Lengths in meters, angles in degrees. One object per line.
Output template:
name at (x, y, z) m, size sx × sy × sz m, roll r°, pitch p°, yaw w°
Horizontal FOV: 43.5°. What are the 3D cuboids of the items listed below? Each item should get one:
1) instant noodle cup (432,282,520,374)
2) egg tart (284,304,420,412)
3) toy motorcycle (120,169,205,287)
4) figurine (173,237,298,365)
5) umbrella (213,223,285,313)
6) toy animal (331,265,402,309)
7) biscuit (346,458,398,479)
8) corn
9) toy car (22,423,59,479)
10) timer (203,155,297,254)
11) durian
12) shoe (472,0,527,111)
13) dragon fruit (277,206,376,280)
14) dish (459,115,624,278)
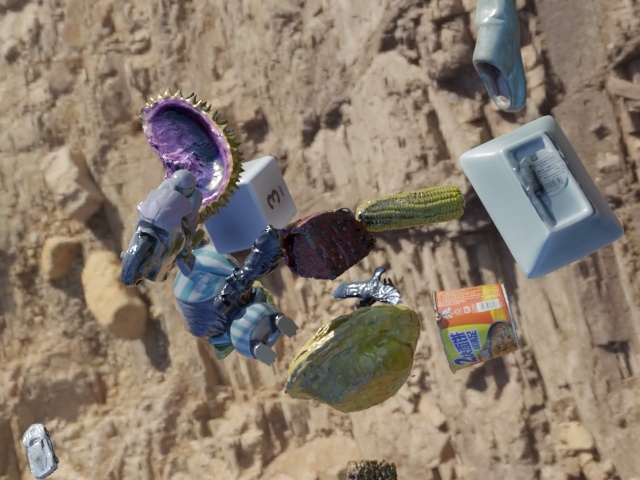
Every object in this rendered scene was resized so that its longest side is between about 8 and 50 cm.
instant noodle cup at (0.374, 0.199, 1.914) m, size 0.213 × 0.174 × 0.213 m, roll -15°, pitch -90°, yaw -78°
egg tart at (0.079, 0.250, 1.564) m, size 0.128 × 0.319 × 0.319 m, roll 59°, pitch 146°, yaw 29°
toy motorcycle at (-0.194, -0.019, 1.018) m, size 0.225 × 0.073 × 0.152 m, roll -51°, pitch -15°, yaw -86°
figurine at (-0.305, 0.153, 2.257) m, size 0.378 × 0.266 × 0.361 m, roll 45°, pitch 164°, yaw -34°
umbrella at (-0.145, 0.064, 1.683) m, size 0.224 × 0.080 × 0.071 m, roll -49°, pitch 23°, yaw 16°
toy animal at (0.109, 0.107, 1.704) m, size 0.220 × 0.108 × 0.062 m, roll 6°, pitch 127°, yaw 54°
biscuit at (0.053, 0.343, 0.884) m, size 0.034 × 0.064 × 0.199 m, roll 138°, pitch 139°, yaw -60°
corn at (0.164, -0.057, 1.471) m, size 0.072 × 0.203 × 0.072 m, roll -9°, pitch -90°, yaw -86°
toy car at (-0.434, 0.322, 1.235) m, size 0.093 × 0.041 × 0.025 m, roll 54°, pitch 176°, yaw 33°
timer at (-0.206, -0.098, 2.223) m, size 0.194 × 0.195 × 0.192 m, roll -13°, pitch 111°, yaw 27°
durian at (-0.216, -0.158, 1.458) m, size 0.260 × 0.154 × 0.186 m, roll 61°, pitch -178°, yaw 7°
shoe at (0.344, -0.374, 1.602) m, size 0.103 × 0.100 × 0.250 m, roll 3°, pitch 109°, yaw 65°
dragon fruit at (-0.001, -0.002, 1.445) m, size 0.161 × 0.127 × 0.120 m, roll -6°, pitch 116°, yaw 58°
dish at (0.357, -0.083, 1.278) m, size 0.080 × 0.182 × 0.243 m, roll 80°, pitch 164°, yaw -72°
